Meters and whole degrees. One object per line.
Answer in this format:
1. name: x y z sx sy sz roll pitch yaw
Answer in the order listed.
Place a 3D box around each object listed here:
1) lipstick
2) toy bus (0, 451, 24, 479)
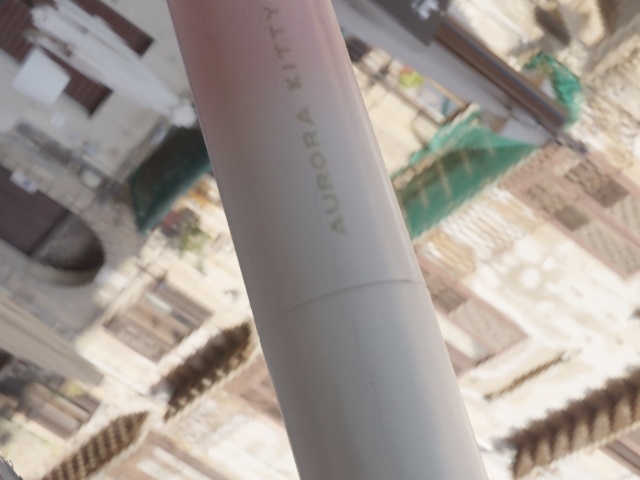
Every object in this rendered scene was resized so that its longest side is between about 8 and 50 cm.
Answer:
1. lipstick: 0.000 0.000 0.622 0.087 0.087 0.327 -38 -118 45
2. toy bus: -0.114 0.165 0.392 0.138 0.317 0.112 -34 -170 1
